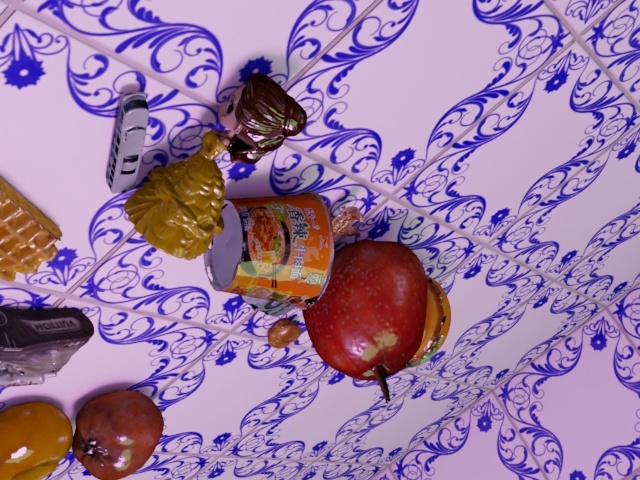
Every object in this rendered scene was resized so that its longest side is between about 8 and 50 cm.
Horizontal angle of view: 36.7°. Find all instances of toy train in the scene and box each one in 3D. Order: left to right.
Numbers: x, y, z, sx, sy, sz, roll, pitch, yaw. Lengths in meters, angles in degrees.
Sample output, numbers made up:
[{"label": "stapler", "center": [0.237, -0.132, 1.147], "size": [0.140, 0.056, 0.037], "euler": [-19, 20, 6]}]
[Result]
[{"label": "toy train", "center": [-0.306, -0.154, 1.533], "size": [0.043, 0.047, 0.207], "euler": [-13, 148, -29]}]

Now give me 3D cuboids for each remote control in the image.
[{"label": "remote control", "center": [-0.113, 0.118, 2.125], "size": [0.097, 0.045, 0.256], "euler": [-31, 154, 5]}]

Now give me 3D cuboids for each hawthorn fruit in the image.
[{"label": "hawthorn fruit", "center": [-0.441, 0.433, 2.201], "size": [0.199, 0.199, 0.251], "euler": [-48, 162, 30]}, {"label": "hawthorn fruit", "center": [0.107, 0.177, 2.094], "size": [0.285, 0.369, 0.285], "euler": [-8, 154, -4]}]

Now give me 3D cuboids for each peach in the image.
[{"label": "peach", "center": [-0.649, 0.448, 2.074], "size": [0.251, 0.153, 0.251], "euler": [-31, 166, -9]}]

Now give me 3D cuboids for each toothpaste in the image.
[{"label": "toothpaste", "center": [-0.634, 0.270, 1.880], "size": [0.233, 0.038, 0.060], "euler": [-4, 154, -11]}]

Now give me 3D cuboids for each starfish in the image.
[{"label": "starfish", "center": [0.000, 0.000, 1.988], "size": [0.236, 0.062, 0.277], "euler": [-34, 175, 20]}]

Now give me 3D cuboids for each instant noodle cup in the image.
[{"label": "instant noodle cup", "center": [-0.104, 0.013, 1.810], "size": [0.182, 0.230, 0.230], "euler": [5, 137, -31]}]

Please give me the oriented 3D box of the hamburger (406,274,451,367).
[{"label": "hamburger", "center": [0.206, 0.188, 2.327], "size": [0.170, 0.246, 0.246], "euler": [8, 134, -50]}]

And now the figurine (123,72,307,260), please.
[{"label": "figurine", "center": [-0.171, -0.141, 1.589], "size": [0.315, 0.168, 0.187], "euler": [-52, 167, 18]}]

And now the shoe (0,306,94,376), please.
[{"label": "shoe", "center": [-0.570, 0.206, 1.790], "size": [0.293, 0.109, 0.149], "euler": [1, 133, -49]}]

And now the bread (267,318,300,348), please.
[{"label": "bread", "center": [-0.089, 0.223, 2.305], "size": [0.083, 0.046, 0.081], "euler": [-24, 148, -8]}]

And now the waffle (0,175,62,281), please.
[{"label": "waffle", "center": [-0.551, 0.014, 1.570], "size": [0.219, 0.057, 0.229], "euler": [-29, 151, 0]}]
